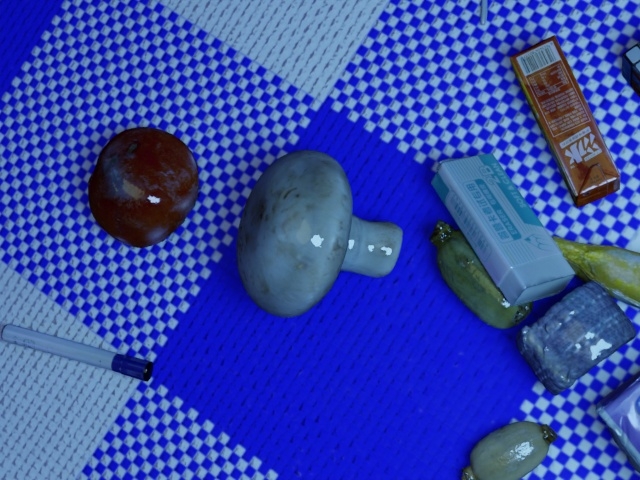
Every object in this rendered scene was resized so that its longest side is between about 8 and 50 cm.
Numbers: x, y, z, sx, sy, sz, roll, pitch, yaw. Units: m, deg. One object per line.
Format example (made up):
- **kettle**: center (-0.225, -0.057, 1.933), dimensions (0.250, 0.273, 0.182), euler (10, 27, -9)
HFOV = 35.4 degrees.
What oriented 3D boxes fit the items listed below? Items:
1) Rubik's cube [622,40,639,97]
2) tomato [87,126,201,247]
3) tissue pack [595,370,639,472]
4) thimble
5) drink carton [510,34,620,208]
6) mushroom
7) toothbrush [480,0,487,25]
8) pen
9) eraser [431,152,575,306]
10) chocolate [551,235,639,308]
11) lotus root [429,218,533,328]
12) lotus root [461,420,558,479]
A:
- **Rubik's cube**: center (0.478, -0.234, 1.373), dimensions (0.092, 0.092, 0.092), euler (-35, 74, 8)
- **tomato**: center (-0.286, -0.090, 1.562), dimensions (0.173, 0.099, 0.189), euler (34, 90, 20)
- **tissue pack**: center (0.546, 0.208, 1.249), dimensions (0.338, 0.160, 0.242), euler (-39, 79, 8)
- **thimble**: center (0.336, 0.129, 1.328), dimensions (0.150, 0.150, 0.098), euler (-38, 75, 7)
- **drink carton**: center (0.343, -0.163, 1.399), dimensions (0.071, 0.096, 0.223), euler (-24, 75, 11)
- **mushroom**: center (0.000, 0.000, 1.431), dimensions (0.243, 0.243, 0.244), euler (-2, 81, 15)
- **toothbrush**: center (0.253, -0.401, 1.505), dimensions (0.017, 0.014, 0.162), euler (4, 82, 2)
- **pen**: center (-0.387, 0.176, 1.584), dimensions (0.269, 0.033, 0.033), euler (12, 85, 17)
- **eraser**: center (0.247, -0.020, 1.381), dimensions (0.095, 0.052, 0.225), euler (-12, 57, -29)
- **chocolate**: center (0.413, 0.047, 1.362), dimensions (0.219, 0.085, 0.086), euler (20, 87, 23)
- **lotus root**: center (0.221, 0.045, 1.406), dimensions (0.090, 0.077, 0.183), euler (-31, 70, -35)
- **lotus root**: center (0.253, 0.295, 1.369), dimensions (0.150, 0.062, 0.073), euler (-33, 74, 7)
